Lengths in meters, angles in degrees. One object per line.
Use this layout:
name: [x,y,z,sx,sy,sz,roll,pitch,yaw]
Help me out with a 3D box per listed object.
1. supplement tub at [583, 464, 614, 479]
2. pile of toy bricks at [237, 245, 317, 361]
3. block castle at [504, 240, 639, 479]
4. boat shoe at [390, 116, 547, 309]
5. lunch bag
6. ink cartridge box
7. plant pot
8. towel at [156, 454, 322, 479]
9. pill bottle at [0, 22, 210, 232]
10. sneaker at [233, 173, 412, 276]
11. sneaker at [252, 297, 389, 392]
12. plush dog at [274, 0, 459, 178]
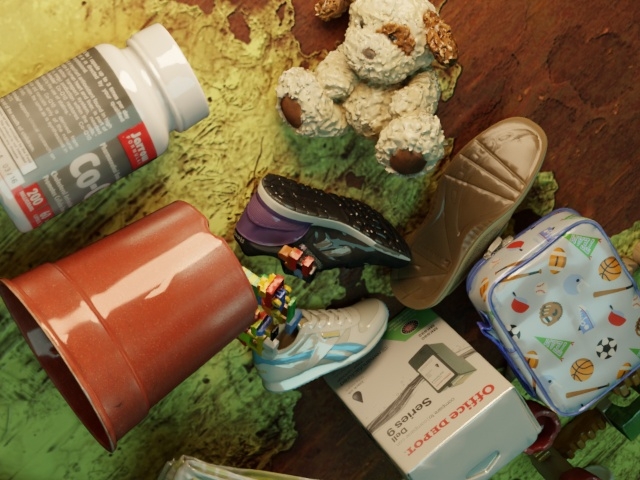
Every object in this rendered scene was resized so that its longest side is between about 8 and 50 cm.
supplement tub: [0.531,0.489,2.351,0.071,0.071,0.107,-25,123,-15]
pile of toy bricks: [-0.083,0.074,1.764,0.118,0.105,0.212,-53,167,-27]
block castle: [0.532,0.243,2.142,0.453,0.213,0.303,-41,126,-4]
boat shoe: [0.231,-0.043,1.913,0.341,0.121,0.110,-53,163,10]
lunch bag: [0.369,0.111,1.911,0.243,0.115,0.303,-36,111,-4]
ink cartridge box: [0.169,0.251,1.906,0.211,0.289,0.121,-39,126,-6]
plant pot: [-0.244,0.097,1.646,0.265,0.272,0.272,-33,125,-19]
towel: [-0.139,0.505,1.850,0.320,0.090,0.375,15,111,-24]
pill bottle: [-0.292,-0.146,1.544,0.283,0.161,0.161,-31,125,-10]
sneaker: [0.000,0.000,1.826,0.283,0.107,0.124,21,118,-30]
sneaker: [0.003,0.145,1.892,0.228,0.087,0.092,-28,122,-15]
plush dog: [0.095,-0.242,1.689,0.210,0.262,0.225,-36,145,-49]
